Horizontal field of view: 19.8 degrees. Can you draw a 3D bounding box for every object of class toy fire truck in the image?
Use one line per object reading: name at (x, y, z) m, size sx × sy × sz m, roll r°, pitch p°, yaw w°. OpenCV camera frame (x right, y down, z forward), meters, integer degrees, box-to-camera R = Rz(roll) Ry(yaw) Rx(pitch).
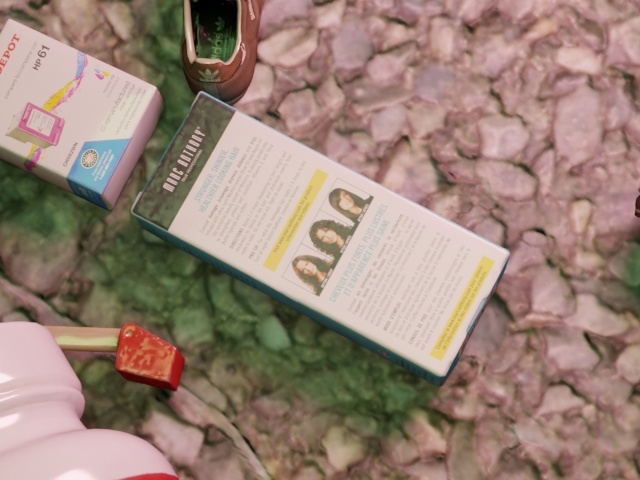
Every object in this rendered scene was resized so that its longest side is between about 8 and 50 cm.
toy fire truck at (-0.203, 0.108, 1.267) m, size 0.192 × 0.047 × 0.135 m, roll 16°, pitch 79°, yaw 7°

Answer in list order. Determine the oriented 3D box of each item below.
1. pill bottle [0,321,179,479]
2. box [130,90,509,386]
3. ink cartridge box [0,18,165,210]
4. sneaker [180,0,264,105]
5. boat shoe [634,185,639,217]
pill bottle at (-0.147, 0.263, 1.091) m, size 0.229 × 0.229 × 0.408 m, roll -29°, pitch 73°, yaw -4°
box at (0.000, 0.000, 1.273) m, size 0.244 × 0.060 × 0.100 m, roll 28°, pitch 80°, yaw 8°
ink cartridge box at (-0.186, -0.089, 1.305) m, size 0.122 × 0.052 × 0.088 m, roll 25°, pitch 81°, yaw 9°
sneaker at (-0.067, -0.192, 1.311) m, size 0.066 × 0.071 × 0.188 m, roll -1°, pitch 78°, yaw 3°
boat shoe at (0.319, 0.043, 1.235) m, size 0.257 × 0.095 × 0.095 m, roll 28°, pitch 94°, yaw 9°
